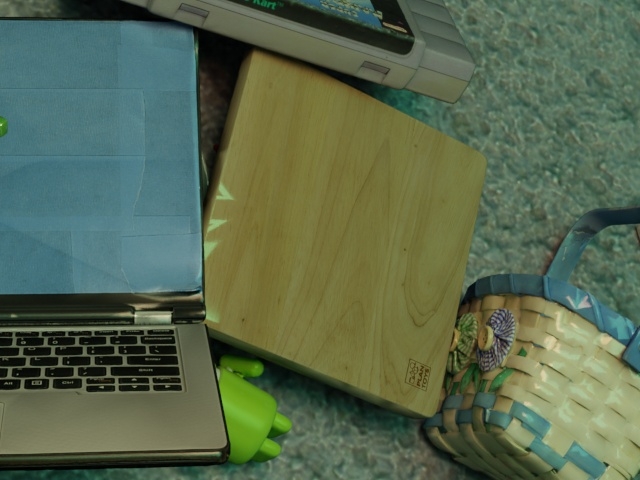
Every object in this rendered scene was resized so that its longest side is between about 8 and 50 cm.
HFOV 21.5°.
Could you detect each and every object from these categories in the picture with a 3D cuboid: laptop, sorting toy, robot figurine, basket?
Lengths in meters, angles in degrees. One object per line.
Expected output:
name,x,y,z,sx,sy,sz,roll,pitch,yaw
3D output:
laptop,-0.269,-0.016,1.233,0.382,0.408,0.236,-1,107,-7
sorting toy,0.000,0.000,1.483,0.255,0.089,0.257,24,67,-26
robot figurine,-0.083,0.145,1.423,0.115,0.067,0.101,32,65,-14
basket,0.236,0.084,1.496,0.201,0.255,0.289,39,72,-11

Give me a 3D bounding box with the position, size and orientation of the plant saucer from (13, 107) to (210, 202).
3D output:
plant saucer,-0.182,-0.045,1.438,0.195,0.037,0.195,9,75,-37

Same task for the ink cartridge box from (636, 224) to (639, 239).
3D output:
ink cartridge box,0.410,0.018,1.711,0.150,0.063,0.109,-8,78,-29

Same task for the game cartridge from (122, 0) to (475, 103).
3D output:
game cartridge,-0.045,-0.240,1.501,0.355,0.068,0.230,15,26,-22

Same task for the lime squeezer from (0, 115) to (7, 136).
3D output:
lime squeezer,-0.353,-0.165,1.330,0.110,0.059,0.310,-1,40,-37
